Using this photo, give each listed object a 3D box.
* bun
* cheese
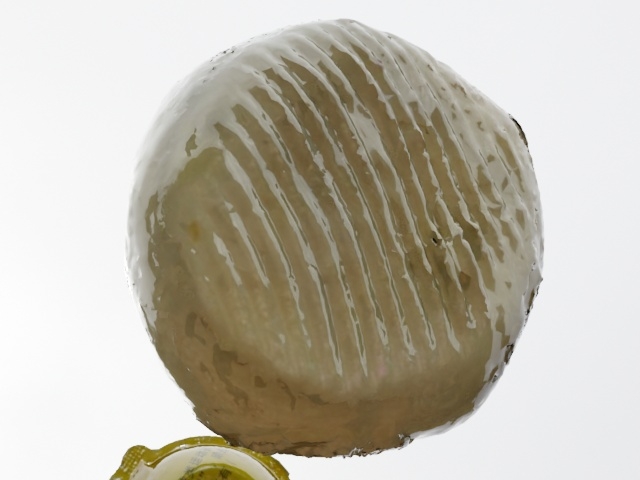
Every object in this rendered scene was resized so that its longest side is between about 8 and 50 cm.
[{"bbox_3d":[0.000,0.000,0.890,0.326,0.362,0.234,47,-36,-11],"label":"bun"},{"bbox_3d":[-0.062,0.267,0.996,0.270,0.177,0.069,29,-36,1],"label":"cheese"}]
